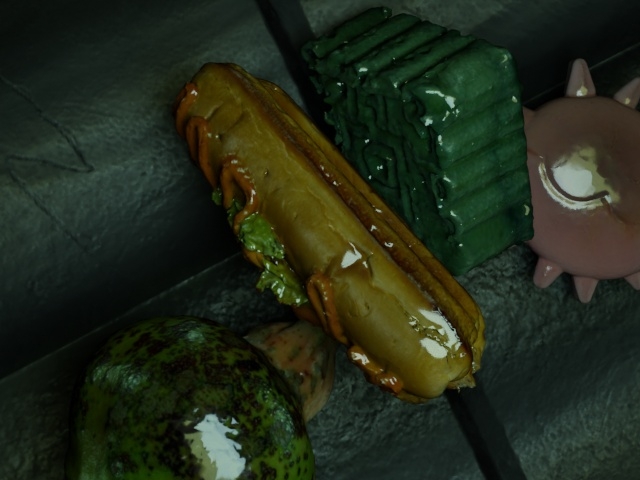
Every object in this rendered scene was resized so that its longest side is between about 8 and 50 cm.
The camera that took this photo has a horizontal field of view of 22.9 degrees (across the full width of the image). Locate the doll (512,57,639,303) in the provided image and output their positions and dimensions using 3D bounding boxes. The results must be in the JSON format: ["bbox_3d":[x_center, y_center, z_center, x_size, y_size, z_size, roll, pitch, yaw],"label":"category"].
[{"bbox_3d":[0.240,-0.056,1.440,0.262,0.093,0.211,35,89,-9],"label":"doll"}]

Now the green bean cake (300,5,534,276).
[{"bbox_3d":[0.082,-0.083,1.379,0.107,0.193,0.208,-33,126,-30],"label":"green bean cake"}]

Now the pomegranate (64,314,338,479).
[{"bbox_3d":[-0.094,0.153,1.340,0.204,0.276,0.222,-7,120,24],"label":"pomegranate"}]

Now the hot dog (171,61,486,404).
[{"bbox_3d":[0.000,0.000,1.310,0.117,0.158,0.349,-44,80,9],"label":"hot dog"}]
